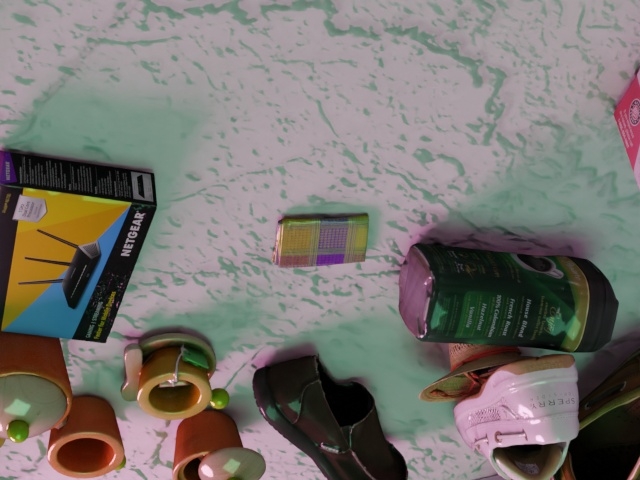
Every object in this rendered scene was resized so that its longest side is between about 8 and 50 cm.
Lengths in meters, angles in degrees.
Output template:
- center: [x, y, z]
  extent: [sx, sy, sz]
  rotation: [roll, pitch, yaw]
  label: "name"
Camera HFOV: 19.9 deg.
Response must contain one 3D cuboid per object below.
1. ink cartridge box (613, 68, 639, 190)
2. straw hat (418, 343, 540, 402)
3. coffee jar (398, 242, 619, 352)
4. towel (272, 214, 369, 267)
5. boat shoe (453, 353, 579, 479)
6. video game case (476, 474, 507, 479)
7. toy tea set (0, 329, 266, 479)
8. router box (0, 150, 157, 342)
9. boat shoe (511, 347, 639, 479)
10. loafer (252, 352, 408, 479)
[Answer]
- center: [0.330, -0.120, 1.434]
  extent: [0.092, 0.158, 0.218]
  rotation: [10, 133, -20]
  label: "ink cartridge box"
- center: [0.151, 0.103, 1.703]
  extent: [0.145, 0.061, 0.144]
  rotation: [-10, 163, -3]
  label: "straw hat"
- center: [0.168, 0.052, 1.629]
  extent: [0.184, 0.096, 0.079]
  rotation: [5, 109, -15]
  label: "coffee jar"
- center: [0.000, 0.000, 1.609]
  extent: [0.083, 0.009, 0.060]
  rotation: [-3, 136, -8]
  label: "towel"
- center: [0.186, 0.184, 1.715]
  extent: [0.098, 0.096, 0.277]
  rotation: [-9, 163, -5]
  label: "boat shoe"
- center: [0.170, 0.295, 1.952]
  extent: [0.087, 0.011, 0.122]
  rotation: [-14, 137, 5]
  label: "video game case"
- center: [-0.199, 0.177, 1.674]
  extent: [0.336, 0.124, 0.200]
  rotation: [10, 133, -20]
  label: "toy tea set"
- center: [-0.225, 0.009, 1.549]
  extent: [0.133, 0.046, 0.179]
  rotation: [8, 134, -18]
  label: "router box"
- center: [0.255, 0.223, 1.798]
  extent: [0.111, 0.104, 0.307]
  rotation: [37, 121, 11]
  label: "boat shoe"
- center: [0.026, 0.183, 1.755]
  extent: [0.078, 0.080, 0.220]
  rotation: [-30, 133, 21]
  label: "loafer"
